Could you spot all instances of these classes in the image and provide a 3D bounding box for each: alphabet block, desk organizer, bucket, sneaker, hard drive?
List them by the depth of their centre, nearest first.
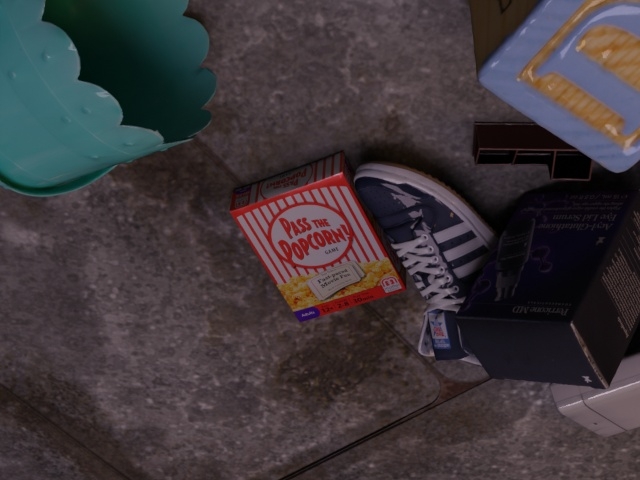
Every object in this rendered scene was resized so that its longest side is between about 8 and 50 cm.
[{"bbox_3d":[0.269,-0.220,1.105,0.192,0.197,0.193,31,125,-21],"label":"alphabet block"},{"bbox_3d":[-0.251,-0.185,1.128,0.183,0.281,0.281,-22,125,24],"label":"bucket"},{"bbox_3d":[0.237,-0.099,1.299,0.130,0.050,0.047,1,129,3],"label":"desk organizer"},{"bbox_3d":[0.129,0.038,1.338,0.282,0.153,0.099,37,156,-26],"label":"sneaker"},{"bbox_3d":[0.484,0.156,1.431,0.353,0.047,0.233,-23,154,20],"label":"hard drive"}]

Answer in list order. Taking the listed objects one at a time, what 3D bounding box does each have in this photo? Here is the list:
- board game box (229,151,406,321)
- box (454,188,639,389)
[{"bbox_3d":[0.000,0.000,1.396,0.147,0.045,0.193,-19,125,18],"label":"board game box"},{"bbox_3d":[0.271,0.051,1.289,0.153,0.207,0.108,-1,134,42],"label":"box"}]
